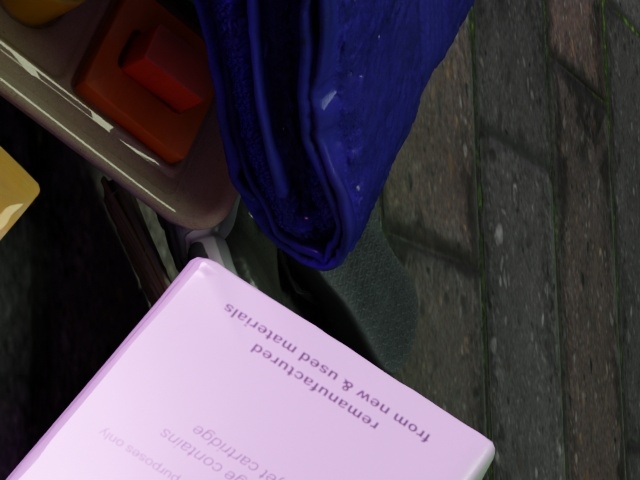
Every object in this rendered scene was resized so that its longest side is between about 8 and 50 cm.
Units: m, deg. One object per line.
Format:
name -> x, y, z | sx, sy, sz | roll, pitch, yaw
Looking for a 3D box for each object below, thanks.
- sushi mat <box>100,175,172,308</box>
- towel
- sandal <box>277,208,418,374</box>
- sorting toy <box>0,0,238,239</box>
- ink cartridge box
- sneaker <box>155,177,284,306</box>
sushi mat -> -0.043, 0.095, 0.934 | 0.316, 0.019, 0.151 | -123, -170, -55
towel -> 0.024, -0.166, 0.917 | 0.227, 0.076, 0.308 | 86, 23, -43
sandal -> 0.000, 0.001, 1.260 | 0.097, 0.054, 0.254 | -65, 148, -35
sorting toy -> -0.090, -0.126, 0.901 | 0.196, 0.047, 0.347 | 35, 57, -22
ink cartridge box -> -0.090, 0.192, 0.643 | 0.307, 0.129, 0.223 | -51, 168, -36
sneaker -> -0.028, -0.056, 0.979 | 0.086, 0.132, 0.228 | 95, -27, -69
